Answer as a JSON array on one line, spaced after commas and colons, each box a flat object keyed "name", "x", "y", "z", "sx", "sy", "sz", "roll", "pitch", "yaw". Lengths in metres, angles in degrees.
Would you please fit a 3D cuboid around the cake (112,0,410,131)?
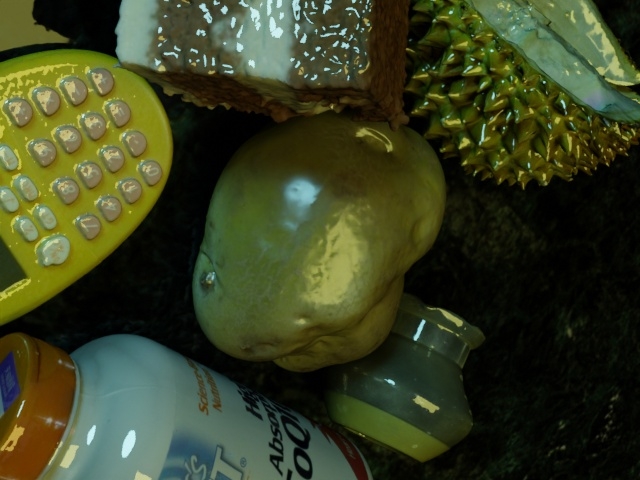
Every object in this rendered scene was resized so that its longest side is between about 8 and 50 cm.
[{"name": "cake", "x": -0.028, "y": -0.134, "z": 0.467, "sx": 0.135, "sy": 0.147, "sz": 0.134, "roll": 8, "pitch": 83, "yaw": -77}]

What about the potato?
[{"name": "potato", "x": -0.003, "y": -0.002, "z": 0.576, "sx": 0.155, "sy": 0.137, "sz": 0.200, "roll": 10, "pitch": 106, "yaw": -63}]

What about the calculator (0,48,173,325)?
[{"name": "calculator", "x": -0.197, "y": -0.026, "z": 0.504, "sx": 0.235, "sy": 0.032, "sz": 0.146, "roll": -34, "pitch": 124, "yaw": -18}]

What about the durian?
[{"name": "durian", "x": 0.116, "y": -0.138, "z": 0.598, "sx": 0.194, "sy": 0.138, "sz": 0.237, "roll": -15, "pitch": 73, "yaw": -41}]

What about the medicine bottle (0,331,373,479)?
[{"name": "medicine bottle", "x": -0.103, "y": 0.162, "z": 0.562, "sx": 0.289, "sy": 0.157, "sz": 0.157, "roll": 35, "pitch": 89, "yaw": -37}]

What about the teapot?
[{"name": "teapot", "x": 0.073, "y": 0.116, "z": 0.689, "sx": 0.119, "sy": 0.130, "sz": 0.165, "roll": -64, "pitch": 161, "yaw": -13}]
